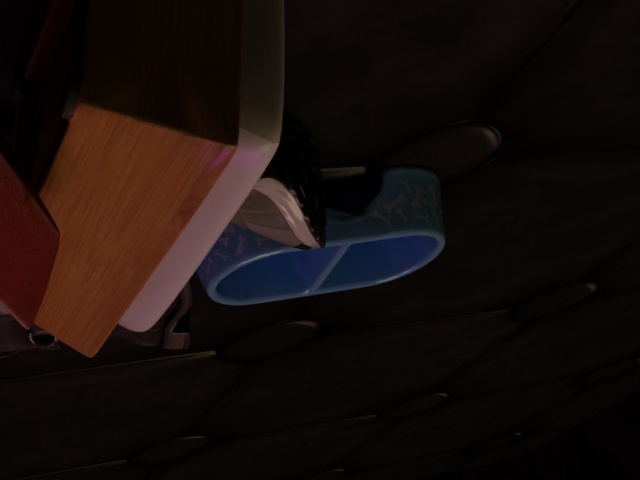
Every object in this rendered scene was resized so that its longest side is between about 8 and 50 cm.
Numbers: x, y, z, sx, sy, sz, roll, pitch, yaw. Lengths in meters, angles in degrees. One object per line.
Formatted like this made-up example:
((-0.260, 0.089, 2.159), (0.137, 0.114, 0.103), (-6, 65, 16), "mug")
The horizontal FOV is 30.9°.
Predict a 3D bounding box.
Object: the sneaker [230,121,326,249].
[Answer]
((-0.071, -0.059, 1.019), (0.108, 0.100, 0.271), (-13, 156, 22), "sneaker")

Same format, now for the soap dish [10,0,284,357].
((-0.125, -0.085, 0.741), (0.118, 0.229, 0.291), (12, 148, -22), "soap dish")

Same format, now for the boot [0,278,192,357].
((-0.241, 0.045, 1.130), (0.229, 0.091, 0.263), (-1, 143, -8), "boot")

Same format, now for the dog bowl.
((0.000, 0.000, 1.225), (0.297, 0.074, 0.166), (-7, 156, -23), "dog bowl")

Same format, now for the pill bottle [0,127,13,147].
((-0.236, -0.044, 0.920), (0.152, 0.086, 0.086), (4, 150, -42), "pill bottle")

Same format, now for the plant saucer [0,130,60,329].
((-0.219, -0.105, 0.572), (0.048, 0.258, 0.259), (-32, 159, -8), "plant saucer")
